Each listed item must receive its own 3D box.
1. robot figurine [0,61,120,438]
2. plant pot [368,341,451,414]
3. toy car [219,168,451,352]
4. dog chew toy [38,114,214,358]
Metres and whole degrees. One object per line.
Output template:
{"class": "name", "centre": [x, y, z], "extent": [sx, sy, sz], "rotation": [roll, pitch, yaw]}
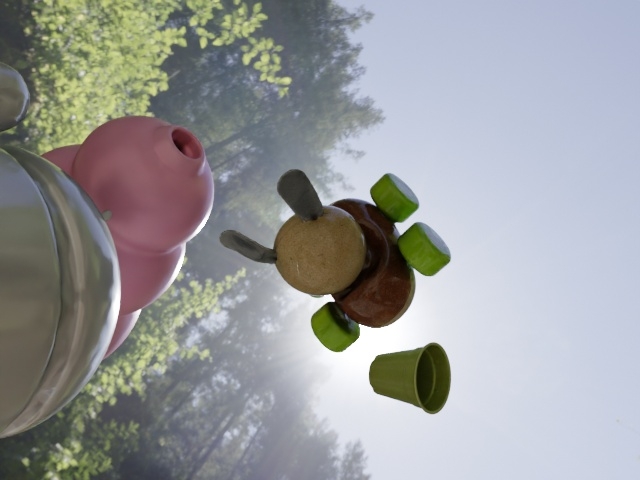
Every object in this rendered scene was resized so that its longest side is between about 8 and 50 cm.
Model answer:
{"class": "robot figurine", "centre": [-0.264, 0.030, 0.360], "extent": [0.199, 0.353, 0.300], "rotation": [27, -80, 26]}
{"class": "plant pot", "centre": [0.103, 0.165, 0.763], "extent": [0.079, 0.083, 0.083], "rotation": [-7, -70, 40]}
{"class": "toy car", "centre": [0.000, 0.000, 0.604], "extent": [0.188, 0.149, 0.155], "rotation": [26, -61, -41]}
{"class": "dog chew toy", "centre": [-0.233, 0.001, 0.629], "extent": [0.332, 0.206, 0.207], "rotation": [-36, -84, 30]}
